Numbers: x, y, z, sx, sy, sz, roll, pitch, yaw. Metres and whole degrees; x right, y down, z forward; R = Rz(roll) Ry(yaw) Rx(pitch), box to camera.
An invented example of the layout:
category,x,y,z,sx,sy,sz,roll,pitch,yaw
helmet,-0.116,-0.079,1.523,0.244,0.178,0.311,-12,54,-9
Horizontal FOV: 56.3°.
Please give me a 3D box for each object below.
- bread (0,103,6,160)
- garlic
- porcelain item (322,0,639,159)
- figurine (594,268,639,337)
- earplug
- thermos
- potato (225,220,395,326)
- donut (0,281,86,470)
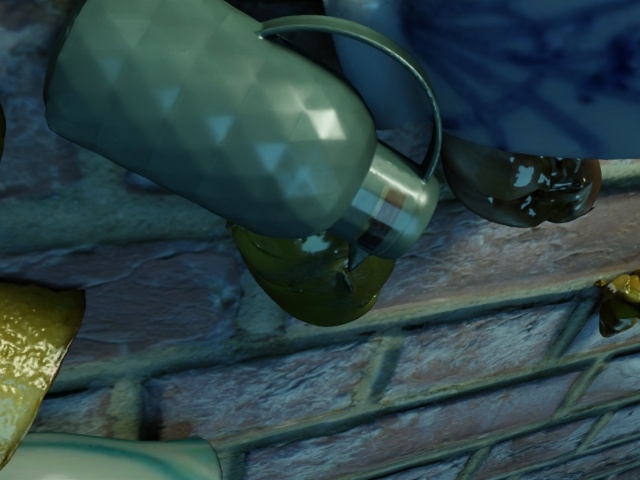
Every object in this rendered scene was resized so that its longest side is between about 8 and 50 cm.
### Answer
category,x,y,z,sx,sy,sz,roll,pitch,yaw
bread,-0.320,-0.104,0.396,0.083,0.113,0.211,-29,140,24
garlic,0.211,-0.093,0.655,0.160,0.191,0.214,-8,151,13
porcelain item,0.218,-0.178,0.437,0.406,0.178,0.242,-1,142,20
figurine,0.554,0.102,1.073,0.122,0.121,0.176,-47,156,-21
earplug,-0.311,0.323,0.771,0.324,0.185,0.185,25,116,-34
thermos,-0.036,-0.092,0.449,0.287,0.144,0.182,26,123,-12
potato,0.000,0.000,0.633,0.170,0.143,0.248,-16,139,6
donut,-0.373,0.167,0.601,0.295,0.151,0.112,-43,125,15
